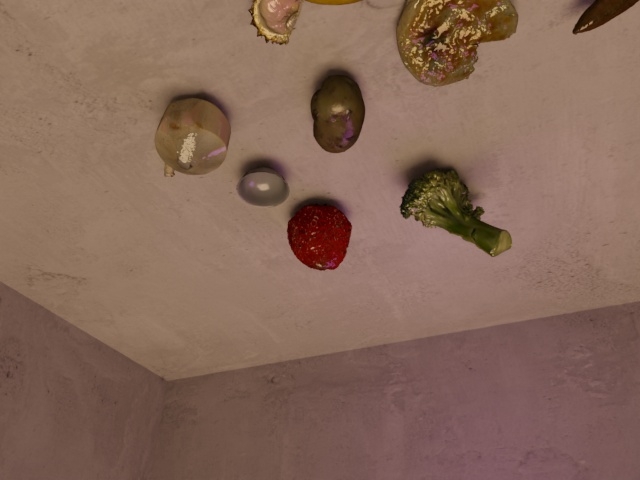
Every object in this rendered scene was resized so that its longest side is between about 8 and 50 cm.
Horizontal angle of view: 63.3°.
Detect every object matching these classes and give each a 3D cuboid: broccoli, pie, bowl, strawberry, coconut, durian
[{"bbox_3d":[0.448,-0.093,1.793,0.353,0.397,0.275,5,119,-1],"label":"broccoli"},{"bbox_3d":[0.351,-0.559,1.395,0.337,0.075,0.337,0,144,0],"label":"pie"},{"bbox_3d":[-0.204,-0.209,1.852,0.189,0.086,0.189,-2,144,-2],"label":"bowl"},{"bbox_3d":[0.000,0.000,1.987,0.257,0.277,0.257,-3,142,-2],"label":"strawberry"},{"bbox_3d":[-0.390,-0.313,1.590,0.241,0.241,0.241,-1,144,0],"label":"coconut"},{"bbox_3d":[-0.091,-0.613,1.318,0.140,0.078,0.224,34,122,-21],"label":"durian"}]

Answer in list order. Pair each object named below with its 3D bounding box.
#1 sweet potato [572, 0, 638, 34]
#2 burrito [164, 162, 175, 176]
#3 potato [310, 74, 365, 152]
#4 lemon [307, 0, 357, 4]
[{"bbox_3d":[0.797,-0.625,1.287,0.346,0.108,0.079,-22,147,29],"label":"sweet potato"},{"bbox_3d":[-0.512,-0.284,1.781,0.045,0.041,0.185,-3,146,-28],"label":"burrito"},{"bbox_3d":[0.054,-0.376,1.575,0.165,0.165,0.262,-3,146,2],"label":"potato"},{"bbox_3d":[0.034,-0.644,1.129,0.320,0.245,0.245,-2,144,-5],"label":"lemon"}]
